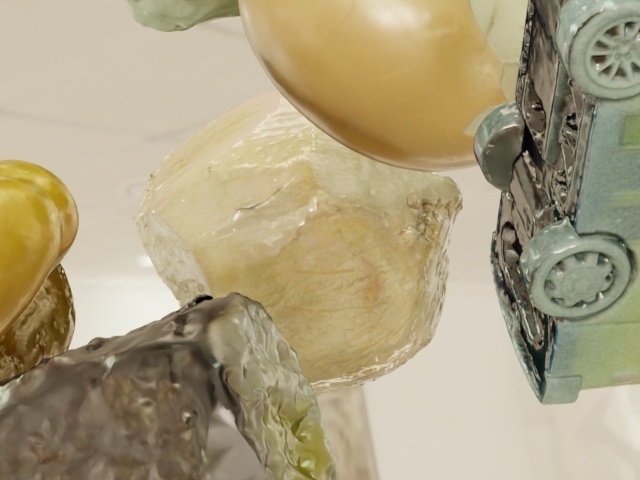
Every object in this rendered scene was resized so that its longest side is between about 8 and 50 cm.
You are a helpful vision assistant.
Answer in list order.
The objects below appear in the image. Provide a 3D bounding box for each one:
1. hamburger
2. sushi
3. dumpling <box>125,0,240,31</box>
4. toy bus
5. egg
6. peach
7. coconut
[{"bbox_3d":[-0.378,0.102,1.601,0.265,0.285,0.134,30,-16,-35],"label":"hamburger"},{"bbox_3d":[-0.141,0.215,1.405,0.294,0.281,0.299,-24,-25,14],"label":"sushi"},{"bbox_3d":[-0.046,-0.364,1.586,0.320,0.270,0.212,-31,43,-32],"label":"dumpling"},{"bbox_3d":[0.194,-0.068,0.812,0.190,0.152,0.312,-4,-51,-8],"label":"toy bus"},{"bbox_3d":[0.054,-0.163,1.129,0.244,0.201,0.201,22,-9,3],"label":"egg"},{"bbox_3d":[-0.250,0.016,1.065,0.179,0.103,0.179,-39,16,14],"label":"peach"},{"bbox_3d":[0.000,0.000,1.875,0.404,0.404,0.404,-10,-10,-2],"label":"coconut"}]
